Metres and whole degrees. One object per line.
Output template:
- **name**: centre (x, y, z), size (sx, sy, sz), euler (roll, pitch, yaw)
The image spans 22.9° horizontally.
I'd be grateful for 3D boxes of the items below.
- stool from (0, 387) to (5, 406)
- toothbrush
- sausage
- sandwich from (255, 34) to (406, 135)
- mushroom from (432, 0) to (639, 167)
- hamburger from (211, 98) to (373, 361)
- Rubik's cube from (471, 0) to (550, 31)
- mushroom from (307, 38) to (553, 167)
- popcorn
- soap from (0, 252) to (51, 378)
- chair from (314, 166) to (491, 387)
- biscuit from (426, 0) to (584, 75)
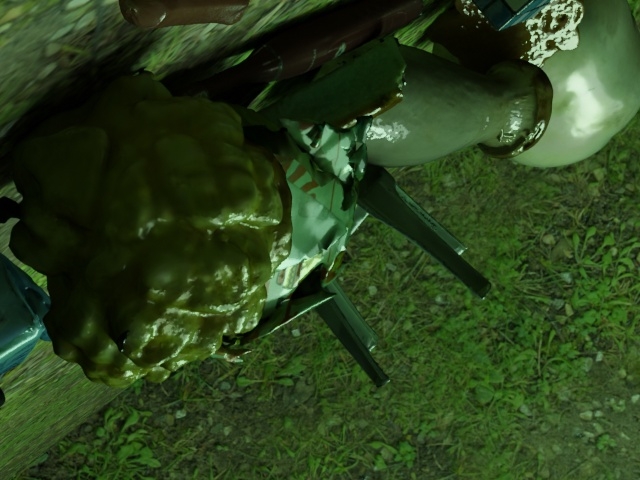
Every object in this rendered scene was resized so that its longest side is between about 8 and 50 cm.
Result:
- **stool**: centre (-0.313, 0.115, 0.939), size (0.232, 0.141, 0.232), euler (-38, 176, -3)
- **toothbrush**: centre (-0.013, -0.154, 1.262), size (0.041, 0.041, 0.364), euler (-40, 175, 36)
- **sausage**: centre (-0.076, -0.139, 0.908), size (0.035, 0.030, 0.147), euler (-42, 175, 18)
- **sandwich**: centre (-0.063, -0.071, 1.334), size (0.245, 0.063, 0.212), euler (-29, -178, 41)
- **mushroom**: centre (0.254, -0.223, 1.827), size (0.260, 0.254, 0.234), euler (110, -16, -47)
- **hamburger**: centre (-0.060, -0.025, 1.214), size (0.214, 0.125, 0.235), euler (26, 106, -41)
- **Rubik's cube**: centre (0.175, -0.252, 1.397), size (0.092, 0.092, 0.092), euler (-40, 175, 31)
- **mushroom**: centre (0.092, -0.134, 1.562), size (0.350, 0.128, 0.128), euler (-3, 153, -41)
- **popcorn**: centre (-0.120, -0.008, 1.023), size (0.169, 0.189, 0.218), euler (-25, 175, -41)
- **soap**: centre (-0.335, 0.115, 1.235), size (0.293, 0.077, 0.156), euler (-35, 176, -25)
- **chair**: centre (0.000, 0.000, 1.574), size (0.190, 0.275, 0.203), euler (-45, -171, 7)
- **biscuit**: centre (0.202, -0.240, 1.640), size (0.162, 0.035, 0.250), euler (6, 132, -19)
